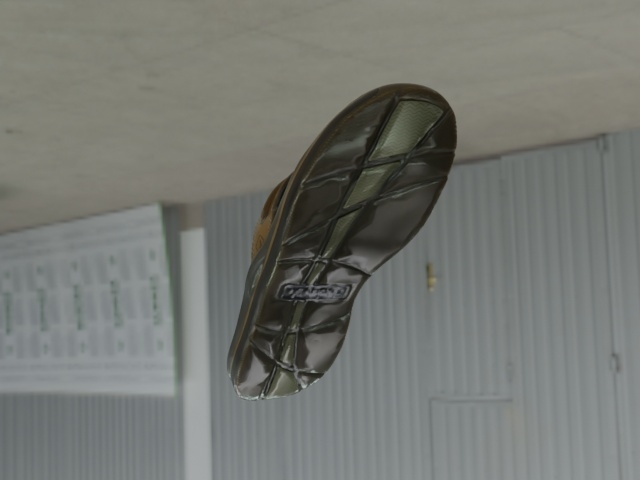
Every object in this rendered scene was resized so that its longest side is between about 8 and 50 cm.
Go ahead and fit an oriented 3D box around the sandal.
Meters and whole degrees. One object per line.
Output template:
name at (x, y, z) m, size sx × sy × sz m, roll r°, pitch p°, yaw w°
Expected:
sandal at (0.000, 0.000, 0.593) m, size 0.090 × 0.219 × 0.060 m, roll 3°, pitch -143°, yaw -30°
